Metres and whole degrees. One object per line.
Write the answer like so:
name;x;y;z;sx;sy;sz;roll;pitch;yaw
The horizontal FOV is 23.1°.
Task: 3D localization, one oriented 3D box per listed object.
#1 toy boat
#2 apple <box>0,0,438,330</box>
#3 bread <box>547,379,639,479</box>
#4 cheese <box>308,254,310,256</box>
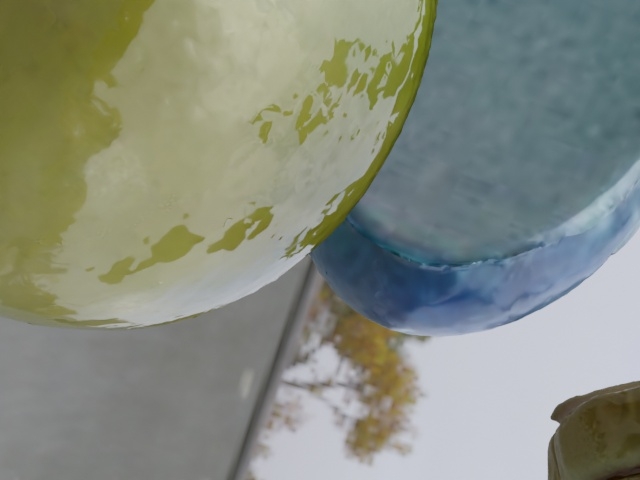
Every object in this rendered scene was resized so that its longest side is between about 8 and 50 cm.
toy boat;0.104;-0.086;0.871;0.123;0.215;0.330;87;24;-62
apple;-0.092;-0.107;0.672;0.254;0.292;0.292;-42;-160;27
bread;0.363;0.286;1.469;0.210;0.300;0.341;84;11;-61
cheese;0.000;0.000;1.414;0.095;0.145;0.038;-175;-101;-78
